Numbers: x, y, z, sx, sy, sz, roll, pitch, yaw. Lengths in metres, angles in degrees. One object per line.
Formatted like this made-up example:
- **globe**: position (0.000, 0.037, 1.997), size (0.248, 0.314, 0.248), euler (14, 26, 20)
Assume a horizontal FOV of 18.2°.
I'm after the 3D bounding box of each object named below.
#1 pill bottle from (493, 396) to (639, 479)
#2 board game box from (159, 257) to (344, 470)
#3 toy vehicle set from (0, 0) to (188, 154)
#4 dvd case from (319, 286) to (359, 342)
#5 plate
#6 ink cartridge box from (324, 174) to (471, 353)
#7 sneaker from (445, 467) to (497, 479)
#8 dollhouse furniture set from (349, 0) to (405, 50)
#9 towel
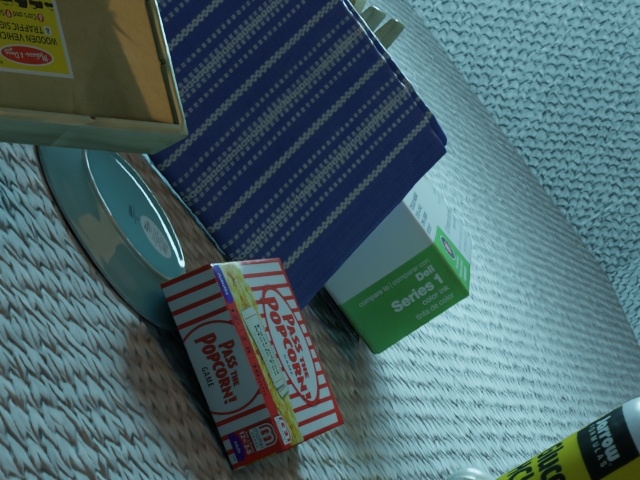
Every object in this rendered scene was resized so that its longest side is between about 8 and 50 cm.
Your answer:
- **pill bottle**: position (0.239, 0.245, 1.625), size (0.188, 0.334, 0.188), euler (54, 12, -17)
- **board game box**: position (-0.049, 0.089, 1.523), size (0.147, 0.045, 0.193), euler (68, 13, 4)
- **toy vehicle set**: position (-0.198, -0.144, 1.235), size (0.267, 0.035, 0.166), euler (3, 69, -53)
- **dvd case**: position (0.000, 0.000, 2.050), size (0.164, 0.018, 0.221), euler (55, 13, -13)
- **plate**: position (-0.146, -0.017, 1.500), size (0.188, 0.024, 0.188), euler (53, 12, -17)
- **ink cartridge box**: position (0.026, -0.054, 1.964), size (0.278, 0.117, 0.201), euler (54, 13, -10)
- **sneaker**: position (0.153, 0.269, 1.862), size (0.232, 0.090, 0.115), euler (58, 1, -46)
- **dollhouse furniture set**: position (-0.047, -0.250, 2.185), size (0.262, 0.135, 0.259), euler (37, 8, 16)
- **towel**: position (-0.050, -0.124, 1.748), size (0.336, 0.243, 0.040), euler (52, -23, -23)
